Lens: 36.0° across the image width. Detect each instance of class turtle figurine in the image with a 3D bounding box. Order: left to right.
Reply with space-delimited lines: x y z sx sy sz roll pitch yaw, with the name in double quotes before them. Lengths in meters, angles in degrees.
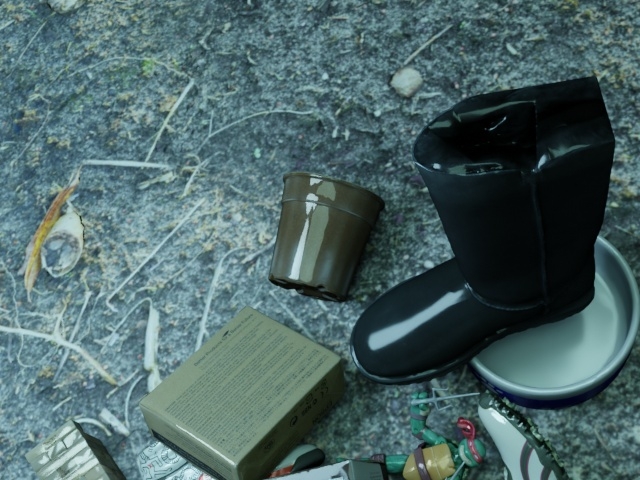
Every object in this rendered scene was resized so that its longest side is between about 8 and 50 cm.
"turtle figurine" 0.145 0.317 1.375 0.234 0.118 0.175 -28 49 16

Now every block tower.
"block tower" -0.298 0.424 1.437 0.091 0.097 0.335 -38 67 -5

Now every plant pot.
"plant pot" 0.000 0.000 1.521 0.166 0.167 0.165 12 77 16

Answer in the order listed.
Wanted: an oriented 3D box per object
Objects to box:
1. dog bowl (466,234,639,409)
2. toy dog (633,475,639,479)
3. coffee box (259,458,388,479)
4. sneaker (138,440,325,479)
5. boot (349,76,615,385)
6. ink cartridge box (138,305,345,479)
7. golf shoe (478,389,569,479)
"dog bowl" 0.324 0.108 1.431 0.264 0.104 0.265 -5 66 10
"toy dog" 0.547 0.364 1.230 0.160 0.334 0.220 17 47 -24
"coffee box" 0.016 0.448 1.280 0.168 0.119 0.297 -18 68 24
"sneaker" -0.138 0.316 1.449 0.270 0.090 0.145 -25 67 4
"boot" 0.172 0.011 1.199 0.366 0.445 0.146 -25 64 1
"ink cartridge box" -0.108 0.226 1.423 0.193 0.088 0.234 25 52 32
"golf shoe" 0.282 0.330 1.316 0.120 0.105 0.273 -37 85 7
